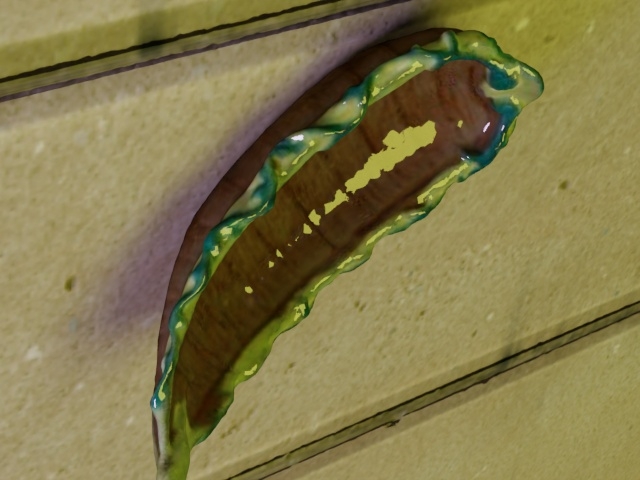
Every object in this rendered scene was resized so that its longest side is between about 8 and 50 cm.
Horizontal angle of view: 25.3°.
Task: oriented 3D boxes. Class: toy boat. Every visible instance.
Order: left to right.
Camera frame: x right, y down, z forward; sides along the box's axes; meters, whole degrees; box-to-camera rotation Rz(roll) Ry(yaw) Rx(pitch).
[{"bbox_3d":[-0.009,-0.003,0.740,0.293,0.099,0.108,-47,143,-13],"label":"toy boat"}]
